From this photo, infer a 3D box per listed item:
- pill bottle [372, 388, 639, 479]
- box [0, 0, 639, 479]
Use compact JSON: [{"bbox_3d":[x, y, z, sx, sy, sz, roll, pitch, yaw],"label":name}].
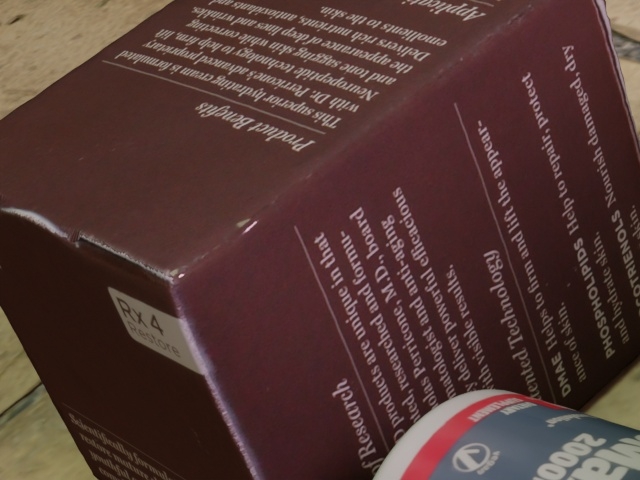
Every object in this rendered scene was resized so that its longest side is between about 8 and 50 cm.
[{"bbox_3d":[0.104,0.113,0.498,0.180,0.108,0.108,14,47,43],"label":"pill bottle"},{"bbox_3d":[0.000,0.000,0.674,0.203,0.167,0.168,-38,36,-23],"label":"box"}]
